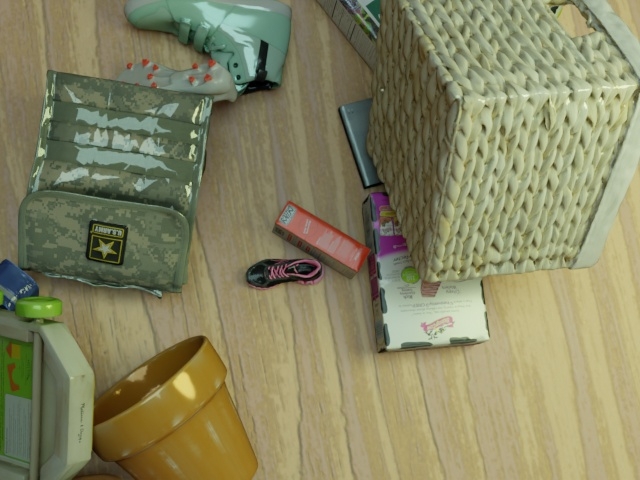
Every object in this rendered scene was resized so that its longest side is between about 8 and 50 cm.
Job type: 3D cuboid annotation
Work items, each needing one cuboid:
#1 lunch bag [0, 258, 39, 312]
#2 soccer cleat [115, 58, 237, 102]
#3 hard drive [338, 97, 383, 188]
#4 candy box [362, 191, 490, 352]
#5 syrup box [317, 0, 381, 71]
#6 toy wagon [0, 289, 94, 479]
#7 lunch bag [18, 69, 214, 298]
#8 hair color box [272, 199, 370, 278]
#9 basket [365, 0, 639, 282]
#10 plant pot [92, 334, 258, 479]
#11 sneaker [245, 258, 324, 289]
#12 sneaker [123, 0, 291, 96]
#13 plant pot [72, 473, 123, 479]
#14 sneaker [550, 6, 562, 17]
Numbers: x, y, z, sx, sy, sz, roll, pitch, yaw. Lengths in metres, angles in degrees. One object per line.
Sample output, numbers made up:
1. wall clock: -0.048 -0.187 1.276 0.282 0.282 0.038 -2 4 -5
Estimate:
1. lunch bag: -0.439 0.081 1.287 0.067 0.098 0.065 37 59 6
2. soccer cleat: -0.217 -0.227 1.378 0.196 0.076 0.068 3 63 24
3. hard drive: 0.092 -0.156 1.436 0.094 0.022 0.135 -16 81 -10
4. candy box: 0.155 0.045 1.377 0.159 0.071 0.234 -3 78 -8
5. syrup box: 0.078 -0.362 1.439 0.093 0.096 0.237 -36 84 -13
6. toy wagon: -0.430 0.196 1.205 0.344 0.068 0.267 6 95 35
7. lunch bag: -0.287 -0.072 1.302 0.235 0.169 0.287 9 85 -8
8. hair color box: 0.000 0.000 1.367 0.141 0.072 0.043 30 77 0
9. basket: 0.232 -0.163 1.239 0.266 0.331 0.328 -8 46 -11
10. plant pot: -0.187 0.263 1.240 0.205 0.205 0.188 -35 101 -12
11. sneaker: -0.052 0.044 1.360 0.119 0.057 0.047 -7 81 -7
12. sneaker: -0.174 -0.293 1.396 0.255 0.094 0.151 4 81 -5
13. plant pot: -0.343 0.453 1.142 0.290 0.291 0.204 -22 98 -11
14. sneaker: 0.323 -0.365 1.483 0.110 0.107 0.275 23 71 18
